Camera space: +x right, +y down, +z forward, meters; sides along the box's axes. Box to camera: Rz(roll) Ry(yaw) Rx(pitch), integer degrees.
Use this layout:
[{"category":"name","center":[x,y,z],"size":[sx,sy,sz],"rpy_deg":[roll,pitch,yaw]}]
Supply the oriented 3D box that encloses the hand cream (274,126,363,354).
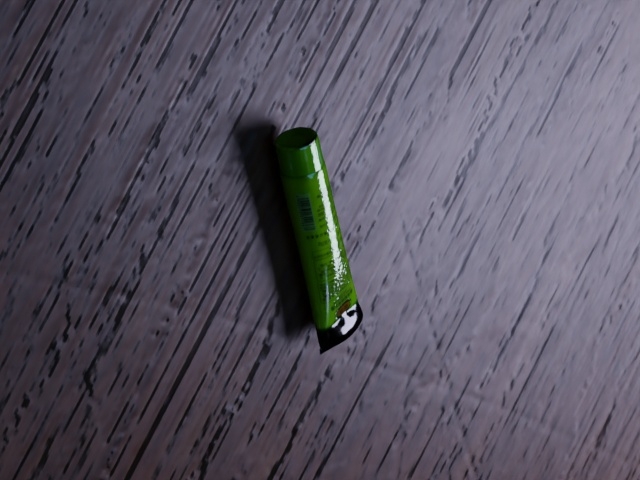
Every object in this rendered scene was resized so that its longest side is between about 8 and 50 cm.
[{"category":"hand cream","center":[0.000,0.000,0.975],"size":[0.036,0.023,0.122],"rpy_deg":[-42,132,-38]}]
